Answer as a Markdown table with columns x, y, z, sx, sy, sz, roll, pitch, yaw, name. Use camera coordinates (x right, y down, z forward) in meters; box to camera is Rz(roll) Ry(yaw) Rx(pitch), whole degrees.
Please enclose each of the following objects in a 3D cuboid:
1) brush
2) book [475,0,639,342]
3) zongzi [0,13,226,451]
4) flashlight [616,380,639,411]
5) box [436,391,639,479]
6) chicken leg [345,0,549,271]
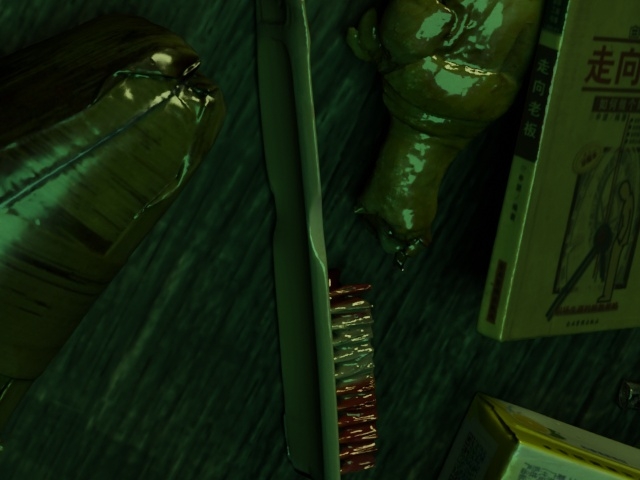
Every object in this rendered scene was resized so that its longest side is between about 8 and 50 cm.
| x | y | z | sx | sy | sz | roll | pitch | yaw | name |
| --- | --- | --- | --- | --- | --- | --- | --- | --- | --- |
| 0.000 | 0.000 | 1.210 | 0.050 | 0.060 | 0.321 | -13 | 109 | -24 | brush |
| 0.178 | -0.052 | 1.220 | 0.161 | 0.026 | 0.230 | -2 | 109 | -45 | book |
| -0.239 | -0.056 | 1.090 | 0.300 | 0.138 | 0.286 | 36 | 92 | -19 | zongzi |
| 0.241 | 0.110 | 1.324 | 0.083 | 0.018 | 0.018 | 9 | 105 | -17 | flashlight |
| 0.132 | 0.253 | 1.295 | 0.168 | 0.097 | 0.265 | 18 | 101 | -19 | box |
| 0.067 | -0.096 | 1.190 | 0.103 | 0.088 | 0.227 | 18 | 106 | -31 | chicken leg |
